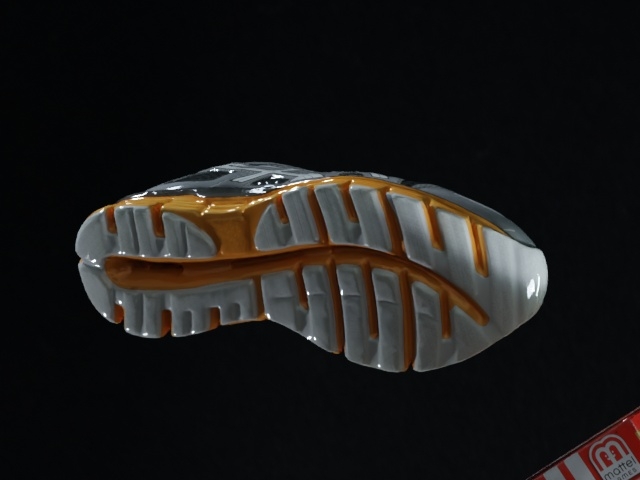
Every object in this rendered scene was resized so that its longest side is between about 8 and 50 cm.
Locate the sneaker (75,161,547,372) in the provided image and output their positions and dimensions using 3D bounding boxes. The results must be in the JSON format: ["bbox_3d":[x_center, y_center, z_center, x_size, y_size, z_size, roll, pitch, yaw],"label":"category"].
[{"bbox_3d":[0.000,0.000,0.851,0.214,0.084,0.083,6,-157,27],"label":"sneaker"}]

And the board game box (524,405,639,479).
[{"bbox_3d":[0.125,0.107,0.846,0.147,0.193,0.045,-38,-100,29],"label":"board game box"}]
